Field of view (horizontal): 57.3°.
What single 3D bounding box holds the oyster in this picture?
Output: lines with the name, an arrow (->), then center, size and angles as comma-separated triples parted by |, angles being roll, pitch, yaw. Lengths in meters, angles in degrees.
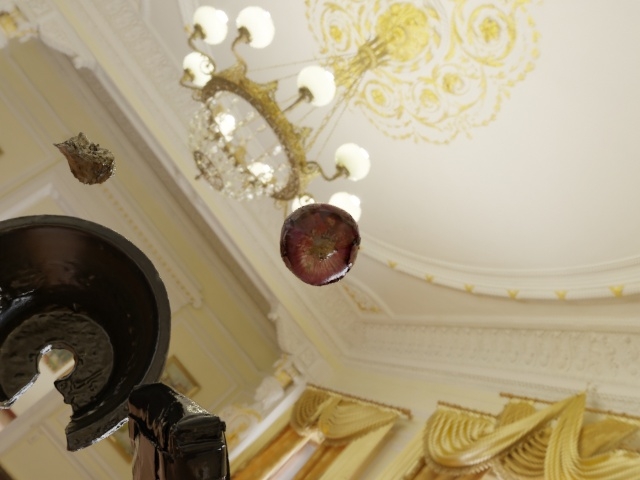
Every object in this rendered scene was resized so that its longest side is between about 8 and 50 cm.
oyster -> -0.468, -0.163, 1.177 | 0.177, 0.056, 0.105 | 0, -57, 44

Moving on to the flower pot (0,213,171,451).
flower pot -> -0.441, 0.165, 0.970 | 0.379, 0.379, 0.251 | 46, -28, 7

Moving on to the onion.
onion -> 0.000, 0.000, 1.062 | 0.150, 0.150, 0.140 | 53, 8, -9

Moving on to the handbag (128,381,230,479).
handbag -> -0.158, 0.273, 0.616 | 0.247, 0.080, 0.223 | -8, -91, 61
